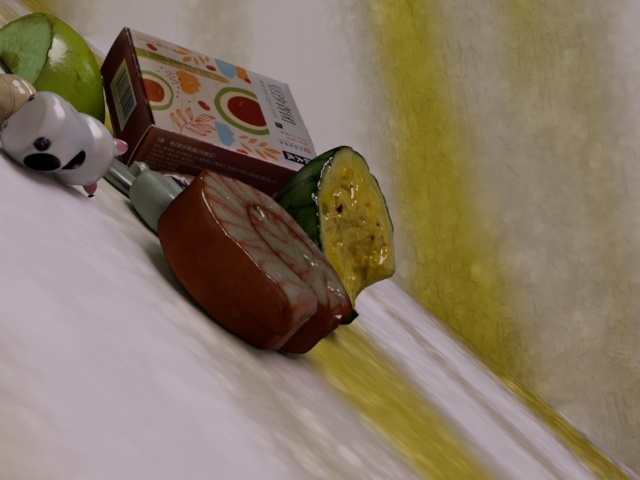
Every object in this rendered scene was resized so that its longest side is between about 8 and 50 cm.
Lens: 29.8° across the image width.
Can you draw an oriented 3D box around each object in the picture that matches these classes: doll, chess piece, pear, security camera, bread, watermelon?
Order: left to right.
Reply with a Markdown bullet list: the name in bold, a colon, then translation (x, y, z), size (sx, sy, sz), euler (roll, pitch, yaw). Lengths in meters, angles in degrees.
- **chess piece**: translation (-0.468, -0.198, 1.656), size (0.090, 0.090, 0.200), euler (39, 7, 9)
- **doll**: translation (-0.365, -0.139, 1.704), size (0.107, 0.110, 0.181), euler (50, 10, 23)
- **pear**: translation (-0.476, -0.310, 2.289), size (0.239, 0.139, 0.288), euler (47, -2, -41)
- **security camera**: translation (-0.272, -0.081, 1.997), size (0.157, 0.080, 0.301), euler (31, 6, -43)
- **bread**: translation (-0.095, 0.031, 1.780), size (0.295, 0.114, 0.328), euler (51, 15, 18)
- **watermelon**: translation (0.000, 0.000, 2.203), size (0.331, 0.189, 0.330), euler (49, 33, -48)

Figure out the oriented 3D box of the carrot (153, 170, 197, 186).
- **carrot**: translation (-0.215, -0.065, 2.195), size (0.263, 0.102, 0.102), euler (27, 11, -29)

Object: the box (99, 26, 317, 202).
- **box**: translation (-0.213, -0.226, 2.350), size (0.385, 0.122, 0.344), euler (16, 34, -30)
